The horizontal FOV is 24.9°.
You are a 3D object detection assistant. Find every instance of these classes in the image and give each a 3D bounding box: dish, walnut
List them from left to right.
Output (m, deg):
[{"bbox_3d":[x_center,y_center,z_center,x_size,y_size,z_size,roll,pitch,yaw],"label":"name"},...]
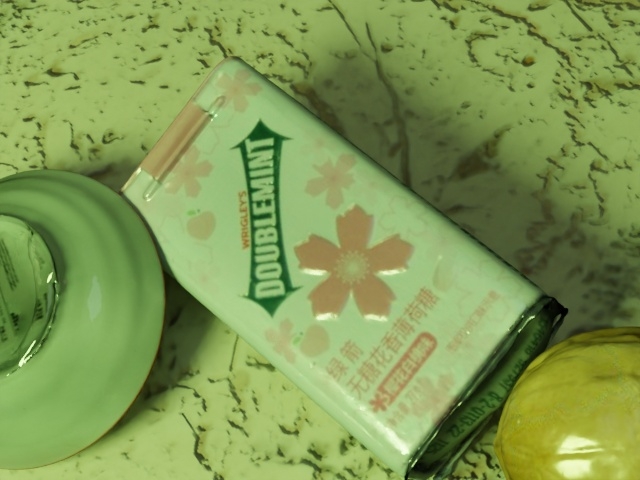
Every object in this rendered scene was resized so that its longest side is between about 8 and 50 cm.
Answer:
[{"bbox_3d":[-0.262,0.056,1.202,0.260,0.085,0.260,-5,74,19],"label":"dish"},{"bbox_3d":[0.241,0.157,1.090,0.221,0.195,0.195,3,61,7],"label":"walnut"}]

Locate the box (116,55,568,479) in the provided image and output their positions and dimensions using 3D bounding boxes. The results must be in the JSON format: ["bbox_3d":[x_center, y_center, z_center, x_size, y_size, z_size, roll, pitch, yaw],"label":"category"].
[{"bbox_3d":[0.012,0.023,1.212,0.369,0.112,0.190,40,95,22],"label":"box"}]
